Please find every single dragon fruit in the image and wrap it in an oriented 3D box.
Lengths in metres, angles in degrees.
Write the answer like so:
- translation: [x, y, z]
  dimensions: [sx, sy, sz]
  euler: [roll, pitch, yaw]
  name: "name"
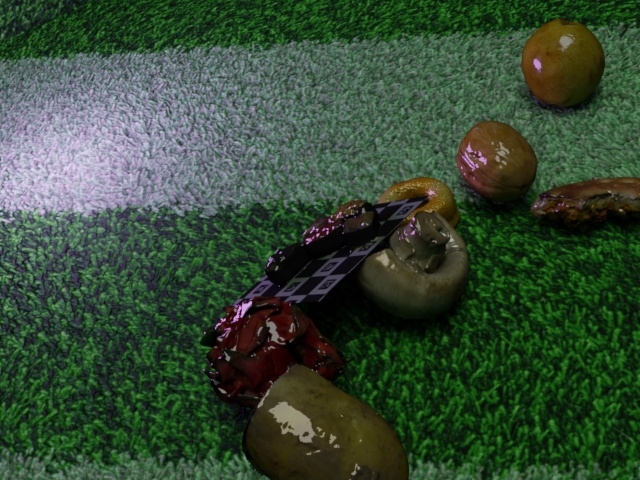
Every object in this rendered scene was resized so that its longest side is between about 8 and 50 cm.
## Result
- translation: [-0.079, 0.226, 1.820]
  dimensions: [0.293, 0.233, 0.233]
  euler: [22, 51, 13]
  name: "dragon fruit"

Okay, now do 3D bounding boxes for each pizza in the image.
- translation: [0.606, -0.080, 2.078]
  dimensions: [0.306, 0.085, 0.161]
  euler: [-6, 21, 3]
  name: "pizza"

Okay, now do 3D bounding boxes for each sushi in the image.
- translation: [0.000, 0.000, 2.008]
  dimensions: [0.359, 0.064, 0.343]
  euler: [-43, 19, -29]
  name: "sushi"

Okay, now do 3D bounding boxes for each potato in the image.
- translation: [0.026, 0.369, 1.647]
  dimensions: [0.266, 0.229, 0.229]
  euler: [24, 53, 21]
  name: "potato"

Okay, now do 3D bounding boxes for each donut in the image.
- translation: [0.214, -0.074, 2.161]
  dimensions: [0.190, 0.074, 0.174]
  euler: [-7, 43, 5]
  name: "donut"

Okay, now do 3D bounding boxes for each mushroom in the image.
- translation: [0.208, 0.054, 1.933]
  dimensions: [0.189, 0.195, 0.254]
  euler: [44, 47, 7]
  name: "mushroom"

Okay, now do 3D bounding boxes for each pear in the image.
- translation: [0.594, -0.442, 2.382]
  dimensions: [0.209, 0.208, 0.208]
  euler: [-6, 43, 6]
  name: "pear"

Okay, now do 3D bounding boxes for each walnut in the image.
- translation: [0.395, -0.175, 2.163]
  dimensions: [0.165, 0.165, 0.197]
  euler: [-29, 48, -18]
  name: "walnut"
